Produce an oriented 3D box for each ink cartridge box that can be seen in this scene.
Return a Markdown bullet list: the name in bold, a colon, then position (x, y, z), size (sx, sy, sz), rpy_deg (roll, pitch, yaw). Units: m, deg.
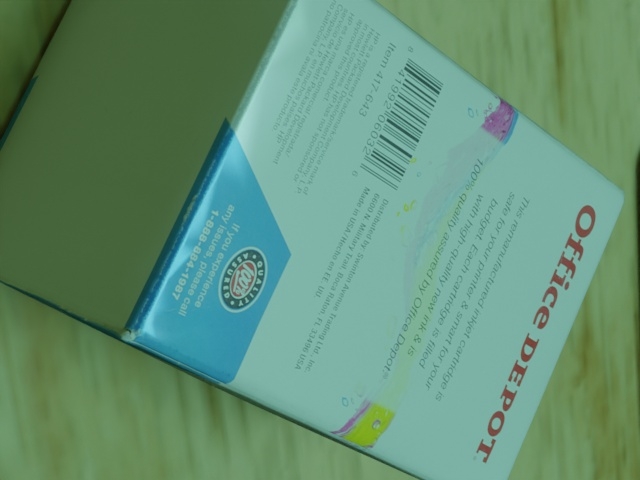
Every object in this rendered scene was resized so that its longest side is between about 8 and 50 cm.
- **ink cartridge box**: position (0.000, 0.000, 0.391), size (0.143, 0.090, 0.092), rpy_deg (32, 80, -40)
